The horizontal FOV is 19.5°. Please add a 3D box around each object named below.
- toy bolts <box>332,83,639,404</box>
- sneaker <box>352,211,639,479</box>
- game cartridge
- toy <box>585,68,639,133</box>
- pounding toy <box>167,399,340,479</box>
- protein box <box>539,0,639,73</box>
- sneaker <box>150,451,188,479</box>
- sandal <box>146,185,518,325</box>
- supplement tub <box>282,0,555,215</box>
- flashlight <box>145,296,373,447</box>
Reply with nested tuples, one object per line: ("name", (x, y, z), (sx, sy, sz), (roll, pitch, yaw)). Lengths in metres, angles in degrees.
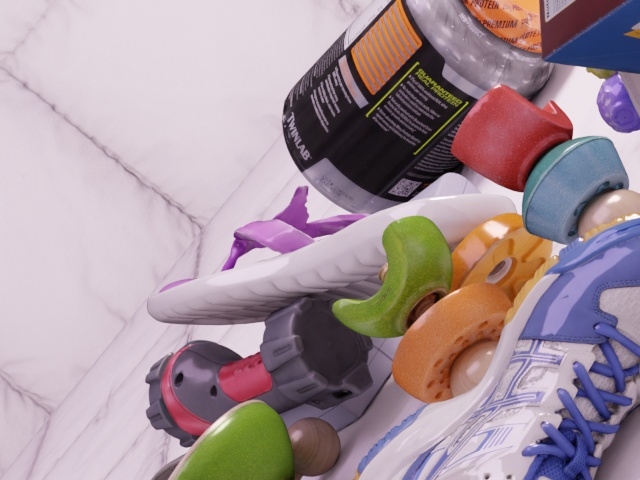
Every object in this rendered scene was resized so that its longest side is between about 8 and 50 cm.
("toy bolts", (0.161, 0.021, 1.367), (0.218, 0.158, 0.228), (2, -54, -50))
("sneaker", (0.144, 0.115, 1.117), (0.296, 0.112, 0.131), (-50, 27, 19))
("game cartridge", (0.049, 0.068, 1.808), (0.297, 0.062, 0.198), (-58, 7, -34))
("toy", (0.232, -0.128, 1.390), (0.056, 0.137, 0.237), (-24, 21, 26))
("pounding toy", (-0.045, 0.238, 1.556), (0.183, 0.110, 0.237), (-62, -21, 6))
("protein box", (0.271, -0.199, 1.197), (0.201, 0.200, 0.136), (147, 124, -63))
("sneaker", (-0.130, 0.244, 1.905), (0.222, 0.083, 0.118), (-41, 9, 37))
("sandal", (0.011, 0.002, 1.632), (0.416, 0.169, 0.102), (-16, 73, 43))
("supplement tub", (0.116, -0.180, 1.975), (0.316, 0.193, 0.193), (-43, 13, 38))
("flashlight", (-0.063, 0.117, 1.699), (0.304, 0.103, 0.103), (148, 127, -59))
